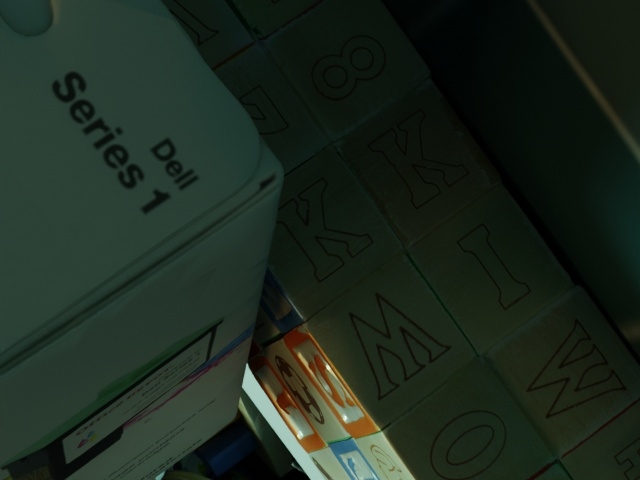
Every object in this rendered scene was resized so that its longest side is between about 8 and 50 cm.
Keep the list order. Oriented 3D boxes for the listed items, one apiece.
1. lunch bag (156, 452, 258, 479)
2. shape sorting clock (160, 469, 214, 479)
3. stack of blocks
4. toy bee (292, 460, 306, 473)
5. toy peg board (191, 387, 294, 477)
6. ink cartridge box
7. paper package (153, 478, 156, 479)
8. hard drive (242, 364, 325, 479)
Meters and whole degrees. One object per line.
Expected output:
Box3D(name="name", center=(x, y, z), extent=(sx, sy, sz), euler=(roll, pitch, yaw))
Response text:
Box3D(name="lunch bag", center=(-0.087, 0.213, 1.431), extent=(0.129, 0.096, 0.151), euler=(35, 141, 58))
Box3D(name="shape sorting clock", center=(-0.031, 0.231, 1.275), extent=(0.206, 0.040, 0.206), euler=(33, 162, 12))
Box3D(name="stack of blocks", center=(0.000, 0.000, 0.663), extent=(0.297, 0.087, 0.171), euler=(55, 166, 2))
Box3D(name="toy bee", center=(0.020, 0.294, 1.119), extent=(0.298, 0.162, 0.195), euler=(53, 167, 7))
Box3D(name="toy peg board", center=(-0.113, 0.089, 1.245), extent=(0.161, 0.079, 0.161), euler=(40, 159, 47))
Box3D(name="ink cartridge box", center=(-0.121, -0.021, 0.587), extent=(0.201, 0.117, 0.278), euler=(52, 165, 11))
Box3D(name="paper package", center=(-0.153, 0.295, 1.276), extent=(0.309, 0.168, 0.325), euler=(47, 160, 47))
Box3D(name="hard drive", center=(0.009, 0.088, 0.926), extent=(0.307, 0.040, 0.203), euler=(53, 166, 7))
